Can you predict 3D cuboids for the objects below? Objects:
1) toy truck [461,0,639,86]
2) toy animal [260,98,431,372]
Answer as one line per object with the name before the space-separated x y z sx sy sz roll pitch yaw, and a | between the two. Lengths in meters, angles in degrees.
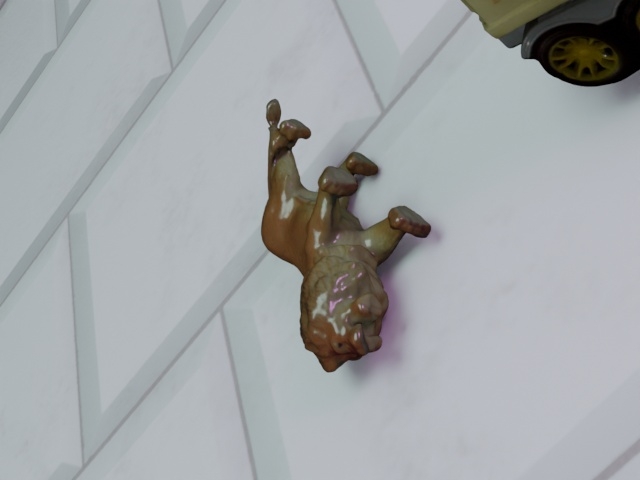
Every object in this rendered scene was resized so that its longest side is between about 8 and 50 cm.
toy truck | 0.244 -0.264 0.778 0.405 0.254 0.180 -20 48 46
toy animal | 0.000 0.000 1.104 0.157 0.097 0.312 -63 28 15
